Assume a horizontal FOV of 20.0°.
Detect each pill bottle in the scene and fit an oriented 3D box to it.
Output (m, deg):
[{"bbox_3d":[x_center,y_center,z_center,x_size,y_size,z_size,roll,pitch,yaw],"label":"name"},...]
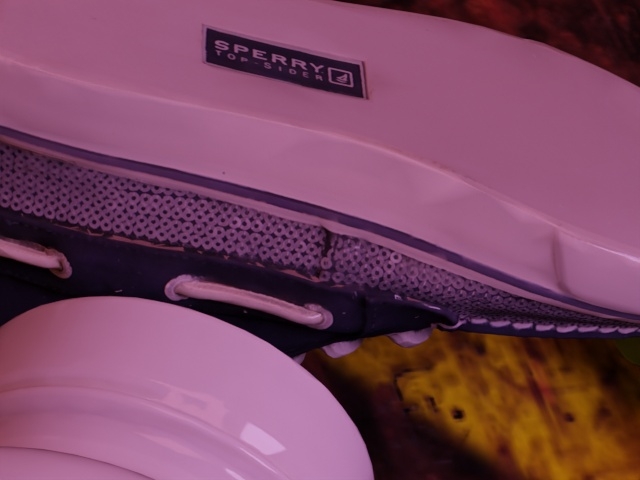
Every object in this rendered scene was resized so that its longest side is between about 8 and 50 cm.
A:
[{"bbox_3d":[-0.091,0.180,0.489,0.187,0.188,0.334,21,46,-1],"label":"pill bottle"}]

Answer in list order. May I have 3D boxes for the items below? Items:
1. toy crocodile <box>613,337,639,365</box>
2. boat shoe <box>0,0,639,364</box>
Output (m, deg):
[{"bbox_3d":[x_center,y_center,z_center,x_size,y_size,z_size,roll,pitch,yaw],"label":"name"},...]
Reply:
[{"bbox_3d":[0.196,0.081,0.748,0.115,0.105,0.341,-1,46,-20],"label":"toy crocodile"},{"bbox_3d":[0.000,0.000,0.703,0.340,0.158,0.127,16,38,-9],"label":"boat shoe"}]
